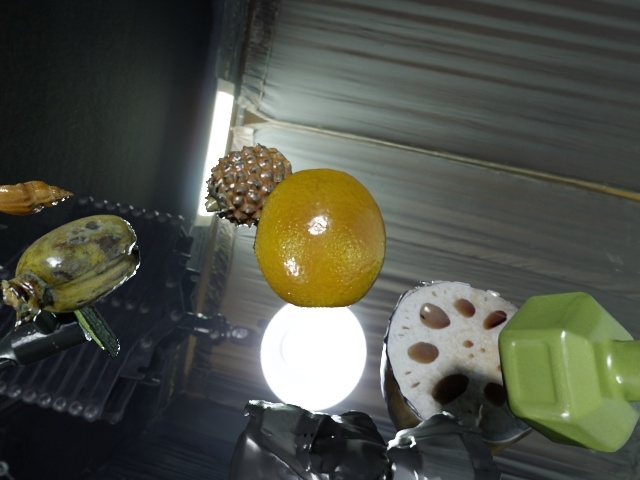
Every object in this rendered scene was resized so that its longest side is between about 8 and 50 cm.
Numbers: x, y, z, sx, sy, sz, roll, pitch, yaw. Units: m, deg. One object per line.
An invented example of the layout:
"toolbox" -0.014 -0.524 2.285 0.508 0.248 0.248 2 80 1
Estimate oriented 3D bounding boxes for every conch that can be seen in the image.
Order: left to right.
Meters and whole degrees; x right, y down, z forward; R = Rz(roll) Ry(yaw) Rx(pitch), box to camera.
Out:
"conch" -0.887 -0.110 1.197 0.109 0.331 0.093 14 115 61

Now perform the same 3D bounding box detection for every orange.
"orange" 0.000 0.000 0.693 0.236 0.237 0.235 14 -90 -83

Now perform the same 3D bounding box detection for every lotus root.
"lotus root" -0.437 0.050 0.736 0.278 0.154 0.153 -54 -22 -54
"lotus root" 0.213 0.217 0.664 0.272 0.273 0.191 -68 -16 -48

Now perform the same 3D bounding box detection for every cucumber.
"cucumber" -0.577 0.209 1.071 0.046 0.071 0.219 -50 -40 -43

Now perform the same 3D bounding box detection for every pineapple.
"pineapple" -0.143 -0.096 0.811 0.193 0.166 0.166 -34 -34 -37

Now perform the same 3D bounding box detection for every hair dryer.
"hair dryer" -0.787 0.225 1.116 0.245 0.116 0.302 -23 -32 -23

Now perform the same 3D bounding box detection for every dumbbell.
"dumbbell" 0.261 0.080 0.249 0.302 0.108 0.121 -19 70 54

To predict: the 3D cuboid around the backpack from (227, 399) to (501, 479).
"backpack" 0.069 0.323 0.431 0.445 0.364 0.254 76 -150 -44
